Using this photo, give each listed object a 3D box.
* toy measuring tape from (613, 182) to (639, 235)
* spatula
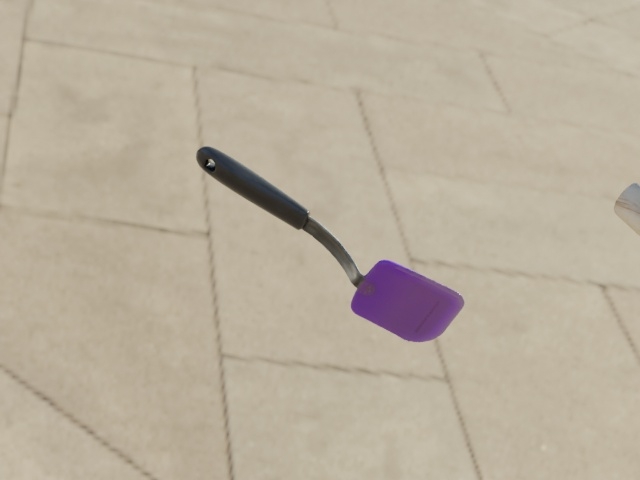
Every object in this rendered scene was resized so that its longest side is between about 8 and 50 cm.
[{"bbox_3d":[0.185,-0.140,0.710,0.121,0.330,0.121,12,30,-7],"label":"toy measuring tape"},{"bbox_3d":[0.000,0.000,1.394,0.296,0.084,0.030,37,40,6],"label":"spatula"}]
